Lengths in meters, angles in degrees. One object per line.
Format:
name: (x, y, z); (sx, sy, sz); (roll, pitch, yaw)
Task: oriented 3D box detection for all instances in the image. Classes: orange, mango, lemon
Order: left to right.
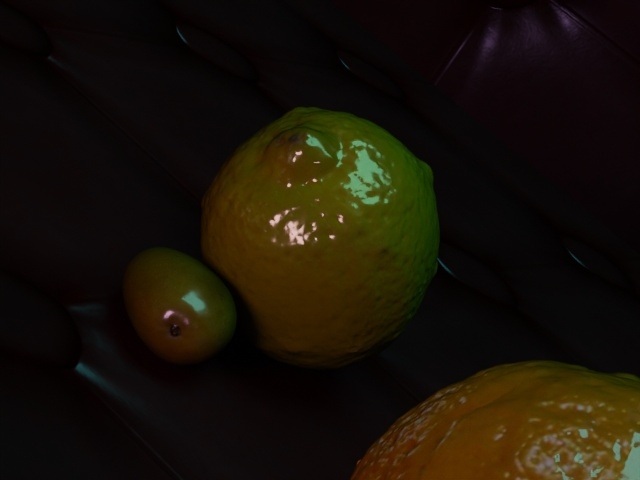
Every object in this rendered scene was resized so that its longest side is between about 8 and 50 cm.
mango: (-0.129, 0.051, 1.621); (0.102, 0.085, 0.184); (33, 11, -20)
lemon: (0.000, 0.000, 1.704); (0.234, 0.288, 0.233); (-3, 48, 3)
orange: (0.179, 0.233, 1.273); (0.341, 0.293, 0.340); (24, -14, 6)
